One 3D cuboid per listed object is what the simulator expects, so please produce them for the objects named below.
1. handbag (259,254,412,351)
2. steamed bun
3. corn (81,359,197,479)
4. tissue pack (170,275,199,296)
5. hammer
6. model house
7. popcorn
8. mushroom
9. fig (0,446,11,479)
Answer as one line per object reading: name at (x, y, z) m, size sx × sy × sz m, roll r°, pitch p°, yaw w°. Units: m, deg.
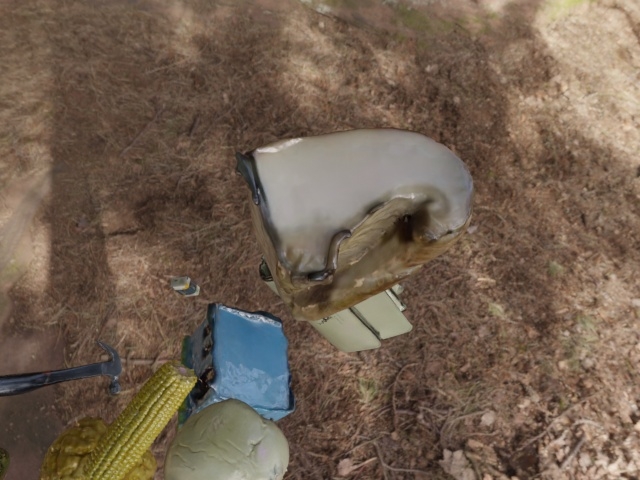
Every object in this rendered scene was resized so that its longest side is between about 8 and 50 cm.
handbag at (0.045, 0.122, 1.095) m, size 0.358 × 0.236 × 0.160 m, roll 50°, pitch 26°, yaw -38°
steamed bun at (-0.098, 0.225, 0.440) m, size 0.112 × 0.130 × 0.091 m, roll 37°, pitch 33°, yaw -3°
corn at (-0.329, 0.334, 0.818) m, size 0.081 × 0.081 × 0.248 m, roll 37°, pitch 80°, yaw 5°
tissue pack at (-0.445, 0.153, 1.478) m, size 0.062 × 0.083 × 0.042 m, roll -8°, pitch 58°, yaw 13°
hammer at (-0.621, 0.317, 1.070) m, size 0.290 × 0.037 × 0.137 m, roll 6°, pitch 73°, yaw -49°
model house at (-0.223, 0.320, 1.029) m, size 0.215 × 0.303 × 0.237 m, roll 20°, pitch 40°, yaw -32°
popcorn at (-0.490, 0.500, 0.983) m, size 0.250 × 0.250 × 0.190 m, roll 30°, pitch 40°, yaw -1°
mushroom at (0.037, -0.006, 0.772) m, size 0.313 × 0.397 × 0.224 m, roll -18°, pitch 71°, yaw -13°
fig at (-0.831, 0.543, 1.060) m, size 0.156 × 0.123 × 0.123 m, roll 20°, pitch 51°, yaw -9°
